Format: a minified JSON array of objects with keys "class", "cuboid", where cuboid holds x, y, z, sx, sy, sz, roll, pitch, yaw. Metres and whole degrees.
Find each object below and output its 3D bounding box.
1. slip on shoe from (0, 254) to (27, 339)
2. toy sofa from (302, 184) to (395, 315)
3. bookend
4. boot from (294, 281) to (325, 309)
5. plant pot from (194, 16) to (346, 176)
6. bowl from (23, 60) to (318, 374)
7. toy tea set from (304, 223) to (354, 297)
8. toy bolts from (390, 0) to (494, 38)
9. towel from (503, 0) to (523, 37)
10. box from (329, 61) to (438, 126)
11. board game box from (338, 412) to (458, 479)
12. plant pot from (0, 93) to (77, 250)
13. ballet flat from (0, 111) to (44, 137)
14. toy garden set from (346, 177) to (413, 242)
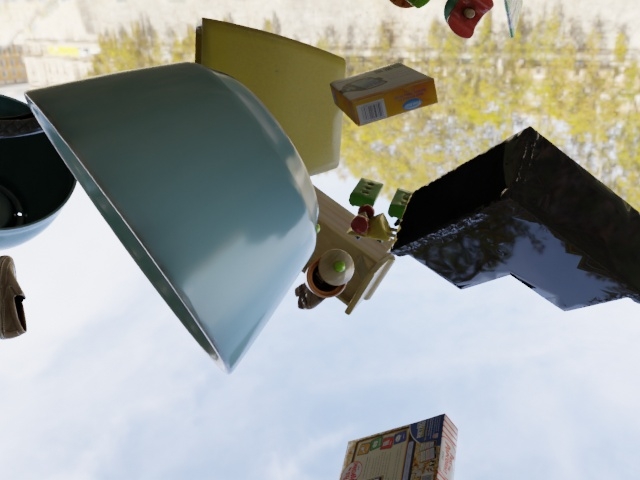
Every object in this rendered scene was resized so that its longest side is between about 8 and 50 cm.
[{"class":"slip on shoe","cuboid":[-0.478,0.086,1.017,0.041,0.051,0.135,-10,-115,2]},{"class":"toy sofa","cuboid":[0.000,0.000,1.621,0.363,0.150,0.177,36,-146,11]},{"class":"bookend","cuboid":[0.173,0.001,0.565,0.156,0.157,0.072,-31,-149,58]},{"class":"boot","cuboid":[-0.022,0.102,1.519,0.087,0.042,0.118,-22,-127,34]},{"class":"plant pot","cuboid":[-0.074,-0.180,0.893,0.187,0.212,0.212,1,-164,-13]},{"class":"bowl","cuboid":[-0.117,-0.043,0.630,0.163,0.311,0.311,-35,-148,-16]},{"class":"toy tea set","cuboid":[-0.104,0.013,1.122,0.336,0.199,0.124,2,174,-13]},{"class":"toy bolts","cuboid":[0.274,-0.563,1.420,0.229,0.218,0.158,37,-162,-14]},{"class":"towel","cuboid":[0.419,-0.541,1.446,0.023,0.152,0.113,8,-116,28]},{"class":"box","cuboid":[0.059,-0.152,0.668,0.081,0.028,0.136,-17,-158,-2]},{"class":"board game box","cuboid":[0.115,0.361,1.021,0.194,0.045,0.146,-26,-157,31]},{"class":"plant pot","cuboid":[-0.611,-0.096,1.186,0.293,0.196,0.293,17,-127,-24]},{"class":"ballet flat","cuboid":[-0.412,-0.160,0.863,0.173,0.049,0.057,-15,-162,-27]},{"class":"toy garden set","cuboid":[0.160,-0.022,1.068,0.244,0.049,0.204,17,-157,7]}]
